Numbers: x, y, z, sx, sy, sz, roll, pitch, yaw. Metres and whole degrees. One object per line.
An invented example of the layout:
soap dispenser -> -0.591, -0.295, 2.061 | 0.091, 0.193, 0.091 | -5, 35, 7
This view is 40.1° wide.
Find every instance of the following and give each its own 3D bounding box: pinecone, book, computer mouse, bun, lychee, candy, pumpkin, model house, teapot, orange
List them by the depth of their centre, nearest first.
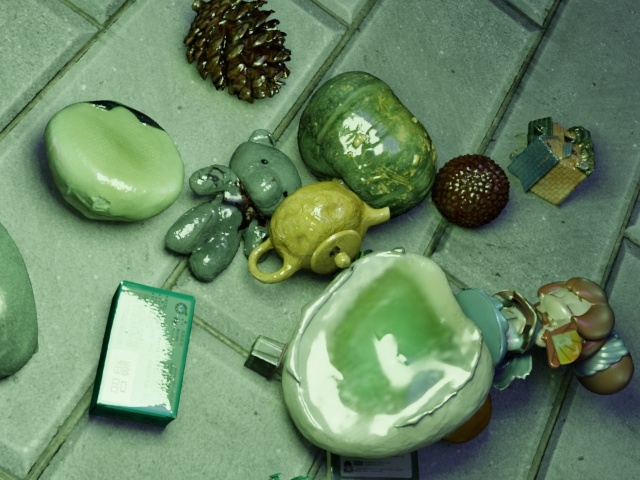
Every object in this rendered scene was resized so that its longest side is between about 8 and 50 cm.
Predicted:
computer mouse -> -0.629, 0.069, 1.567 | 0.203, 0.114, 0.374 | -26, 79, -30
bun -> -0.415, -0.138, 1.731 | 0.283, 0.179, 0.283 | 24, 40, -22
candy -> 0.124, 0.241, 1.740 | 0.427, 0.186, 0.386 | -35, 67, -15
teapot -> 0.000, 0.000, 1.788 | 0.311, 0.203, 0.167 | -29, 57, -9
book -> 0.107, 0.410, 1.799 | 0.202, 0.027, 0.264 | 7, 66, -20
orange -> 0.287, 0.345, 1.845 | 0.159, 0.136, 0.159 | 8, 66, -18
pumpkin -> 0.104, -0.201, 1.917 | 0.328, 0.291, 0.257 | 40, 78, 12
pinecone -> -0.179, -0.429, 1.932 | 0.272, 0.224, 0.224 | 48, 57, -12
lychee -> 0.360, -0.124, 2.063 | 0.188, 0.188, 0.188 | 9, 64, -20
model house -> 0.575, -0.222, 2.219 | 0.172, 0.166, 0.183 | 24, 49, -9

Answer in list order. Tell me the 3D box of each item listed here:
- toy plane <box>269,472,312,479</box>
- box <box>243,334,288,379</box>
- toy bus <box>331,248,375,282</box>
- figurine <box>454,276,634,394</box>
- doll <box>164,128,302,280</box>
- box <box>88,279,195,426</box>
toy plane -> -0.117, 0.488, 1.627 | 0.235, 0.096, 0.060 | -21, 80, -48
box -> -0.110, 0.230, 1.749 | 0.063, 0.084, 0.060 | 27, 60, -5
toy bus -> 0.112, 0.087, 1.908 | 0.175, 0.088, 0.101 | 26, 58, -12
figurine -> 0.482, 0.203, 1.891 | 0.388, 0.248, 0.276 | -7, 36, -27
doll -> -0.158, -0.066, 1.814 | 0.340, 0.158, 0.246 | -47, 112, -34
box -> -0.332, 0.214, 1.650 | 0.153, 0.092, 0.245 | 15, 62, -17
